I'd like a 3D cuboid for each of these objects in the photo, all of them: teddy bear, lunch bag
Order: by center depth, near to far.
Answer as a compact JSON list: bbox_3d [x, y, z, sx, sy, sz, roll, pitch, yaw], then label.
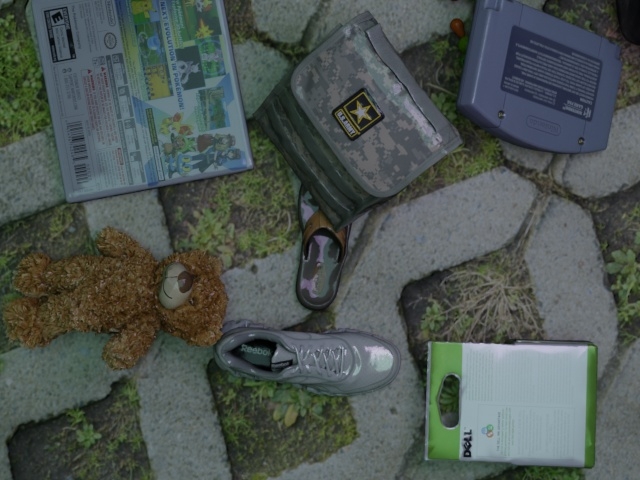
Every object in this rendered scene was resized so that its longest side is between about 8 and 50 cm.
[{"bbox_3d":[0.058,-0.174,1.790,0.169,0.287,0.235,-35,89,-29],"label":"lunch bag"},{"bbox_3d":[-0.311,0.080,1.851,0.338,0.113,0.245,12,45,14],"label":"teddy bear"}]

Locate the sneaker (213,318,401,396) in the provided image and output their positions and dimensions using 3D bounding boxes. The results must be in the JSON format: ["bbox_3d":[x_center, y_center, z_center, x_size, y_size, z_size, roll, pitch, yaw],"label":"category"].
[{"bbox_3d":[-0.022,0.182,1.877,0.292,0.118,0.110,4,86,-1],"label":"sneaker"}]

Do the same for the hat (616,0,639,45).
[{"bbox_3d":[0.525,-0.379,1.861,0.134,0.331,0.331,6,87,38],"label":"hat"}]

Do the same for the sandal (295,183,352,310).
[{"bbox_3d":[0.000,0.000,1.910,0.090,0.060,0.219,9,88,1],"label":"sandal"}]

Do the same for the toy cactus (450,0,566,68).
[{"bbox_3d":[0.300,-0.310,1.908,0.180,0.112,0.219,-19,79,-10],"label":"toy cactus"}]

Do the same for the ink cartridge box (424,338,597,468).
[{"bbox_3d":[0.287,0.244,1.883,0.255,0.097,0.189,2,88,2],"label":"ink cartridge box"}]

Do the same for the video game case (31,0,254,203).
[{"bbox_3d":[-0.279,-0.244,1.934,0.300,0.036,0.329,-11,87,0],"label":"video game case"}]

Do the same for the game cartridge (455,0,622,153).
[{"bbox_3d":[0.330,-0.237,1.848,0.297,0.062,0.198,13,91,-36],"label":"game cartridge"}]
